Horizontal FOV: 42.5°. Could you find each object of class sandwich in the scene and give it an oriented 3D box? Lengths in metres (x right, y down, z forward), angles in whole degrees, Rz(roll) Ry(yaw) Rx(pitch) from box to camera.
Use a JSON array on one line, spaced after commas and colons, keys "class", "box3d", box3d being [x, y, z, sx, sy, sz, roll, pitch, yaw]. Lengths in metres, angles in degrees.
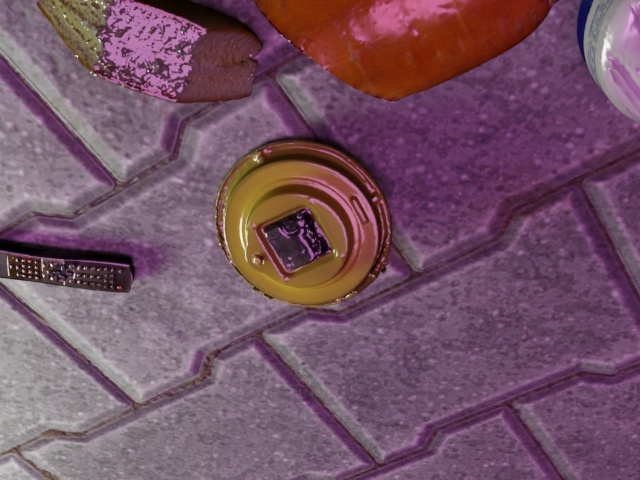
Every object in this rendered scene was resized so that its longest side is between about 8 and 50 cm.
[{"class": "sandwich", "box3d": [-0.185, -0.221, 0.893, 0.257, 0.096, 0.094, 17, 120, -15]}]

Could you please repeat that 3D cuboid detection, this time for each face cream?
[{"class": "face cream", "box3d": [0.388, -0.224, 0.876, 0.205, 0.111, 0.206, 1, 125, 1]}]

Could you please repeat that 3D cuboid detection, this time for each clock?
[{"class": "clock", "box3d": [-0.027, -0.010, 1.035, 0.236, 0.057, 0.237, 4, 115, 9]}]

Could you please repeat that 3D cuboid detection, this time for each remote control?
[{"class": "remote control", "box3d": [-0.361, 0.036, 1.123, 0.212, 0.028, 0.059, 8, 123, -6]}]

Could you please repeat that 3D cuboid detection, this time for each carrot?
[{"class": "carrot", "box3d": [0.125, -0.259, 0.796, 0.331, 0.193, 0.214, -29, 118, 20]}]
